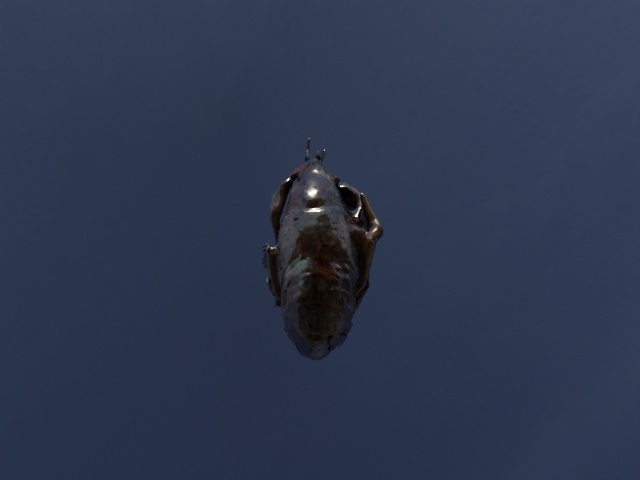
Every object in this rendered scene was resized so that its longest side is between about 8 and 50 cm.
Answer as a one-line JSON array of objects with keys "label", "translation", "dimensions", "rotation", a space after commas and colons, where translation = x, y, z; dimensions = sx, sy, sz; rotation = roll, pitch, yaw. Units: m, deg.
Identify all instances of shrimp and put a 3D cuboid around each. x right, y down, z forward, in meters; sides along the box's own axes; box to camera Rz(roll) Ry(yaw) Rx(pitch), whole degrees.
[{"label": "shrimp", "translation": [-0.001, -0.001, 1.121], "dimensions": [0.074, 0.190, 0.073], "rotation": [0, -47, -8]}]
